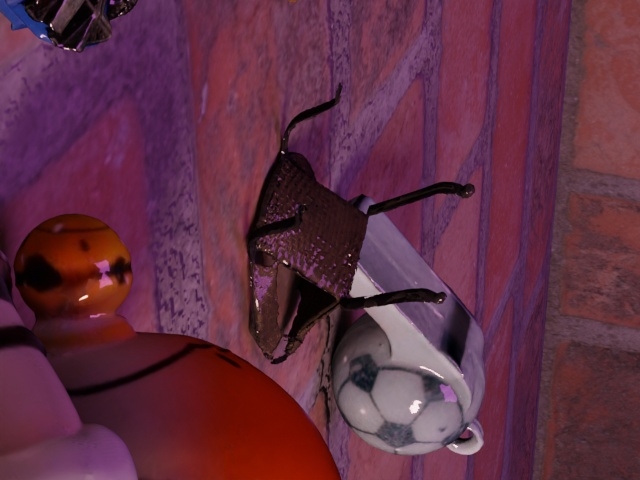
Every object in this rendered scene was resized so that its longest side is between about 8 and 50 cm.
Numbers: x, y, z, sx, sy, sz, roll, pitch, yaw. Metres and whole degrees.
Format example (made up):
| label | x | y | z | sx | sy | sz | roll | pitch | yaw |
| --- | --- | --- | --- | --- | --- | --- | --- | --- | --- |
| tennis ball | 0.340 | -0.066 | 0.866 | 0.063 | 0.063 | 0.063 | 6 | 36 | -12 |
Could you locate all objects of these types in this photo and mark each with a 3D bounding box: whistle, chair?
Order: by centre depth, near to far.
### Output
| label | x | y | z | sx | sy | sz | roll | pitch | yaw |
| --- | --- | --- | --- | --- | --- | --- | --- | --- | --- |
| chair | 0.000 | 0.000 | 1.161 | 0.213 | 0.149 | 0.174 | -34 | -148 | 49 |
| whistle | 0.064 | 0.107 | 1.384 | 0.289 | 0.163 | 0.163 | 48 | 41 | -21 |

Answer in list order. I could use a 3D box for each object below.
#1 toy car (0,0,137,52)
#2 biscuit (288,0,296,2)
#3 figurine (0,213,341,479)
| label | x | y | z | sx | sy | sz | roll | pitch | yaw |
| --- | --- | --- | --- | --- | --- | --- | --- | --- | --- |
| toy car | -0.117 | -0.197 | 0.684 | 0.103 | 0.063 | 0.216 | 55 | 41 | -68 |
| biscuit | -0.018 | -0.251 | 1.075 | 0.071 | 0.018 | 0.147 | -38 | 134 | -66 |
| figurine | -0.098 | 0.147 | 0.694 | 0.323 | 0.196 | 0.320 | 28 | 65 | -63 |
